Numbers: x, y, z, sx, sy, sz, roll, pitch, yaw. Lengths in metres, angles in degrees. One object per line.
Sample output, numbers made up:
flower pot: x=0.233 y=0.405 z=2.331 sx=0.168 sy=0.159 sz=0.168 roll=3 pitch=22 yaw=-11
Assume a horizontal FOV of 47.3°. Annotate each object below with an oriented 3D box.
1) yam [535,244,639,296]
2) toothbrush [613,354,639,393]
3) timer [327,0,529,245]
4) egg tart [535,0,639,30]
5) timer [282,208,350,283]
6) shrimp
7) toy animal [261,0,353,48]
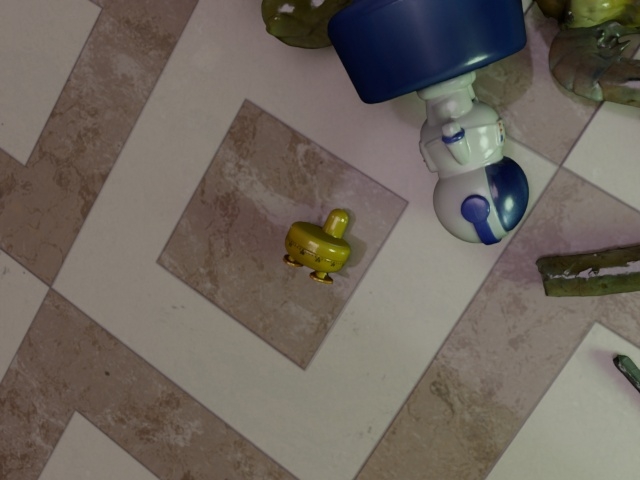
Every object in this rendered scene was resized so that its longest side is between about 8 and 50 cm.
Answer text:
yam: x=0.469 y=0.040 z=1.031 sx=0.317 sy=0.071 sz=0.067 roll=-7 pitch=54 yaw=19
toothbrush: x=0.524 y=0.282 z=1.043 sx=0.030 sy=0.030 sz=0.297 roll=-44 pitch=80 yaw=25
timer: x=0.194 y=-0.178 z=1.039 sx=0.270 sy=0.270 sz=0.384 roll=-17 pitch=101 yaw=18
egg tart: x=0.315 y=-0.389 z=0.911 sx=0.132 sy=0.345 sz=0.346 roll=-28 pitch=84 yaw=10
timer: x=0.000 y=0.000 z=1.163 sx=0.107 sy=0.107 sz=0.109 roll=28 pitch=104 yaw=15
shrimp: x=0.450 y=-0.252 z=1.023 sx=0.254 sy=0.059 sz=0.145 roll=17 pitch=80 yaw=29
toy animal: x=-0.078 y=-0.459 z=1.130 sx=0.181 sy=0.180 sz=0.363 roll=-43 pitch=78 yaw=20
